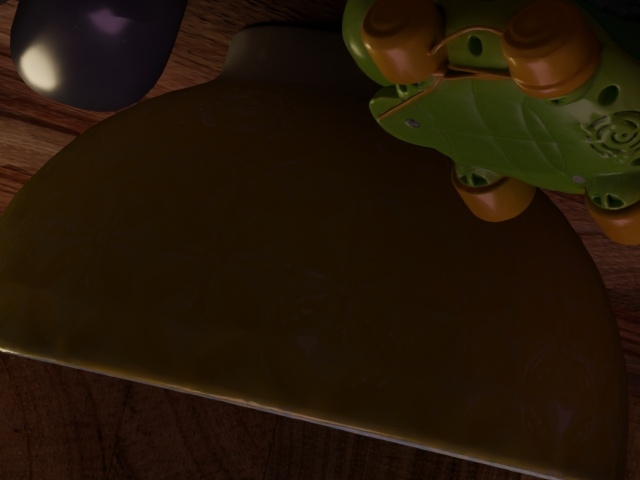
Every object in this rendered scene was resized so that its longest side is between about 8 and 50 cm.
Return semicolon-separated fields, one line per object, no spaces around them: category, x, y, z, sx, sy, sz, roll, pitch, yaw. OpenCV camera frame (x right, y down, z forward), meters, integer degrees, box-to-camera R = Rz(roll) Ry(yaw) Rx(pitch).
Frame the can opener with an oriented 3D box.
can opener;-0.096;-0.081;0.493;0.076;0.095;0.283;16;173;-23

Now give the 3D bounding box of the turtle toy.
turtle toy;0.057;-0.055;0.543;0.130;0.066;0.095;12;151;38

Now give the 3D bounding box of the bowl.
bowl;0.000;0.000;0.750;0.289;0.156;0.289;12;174;1
